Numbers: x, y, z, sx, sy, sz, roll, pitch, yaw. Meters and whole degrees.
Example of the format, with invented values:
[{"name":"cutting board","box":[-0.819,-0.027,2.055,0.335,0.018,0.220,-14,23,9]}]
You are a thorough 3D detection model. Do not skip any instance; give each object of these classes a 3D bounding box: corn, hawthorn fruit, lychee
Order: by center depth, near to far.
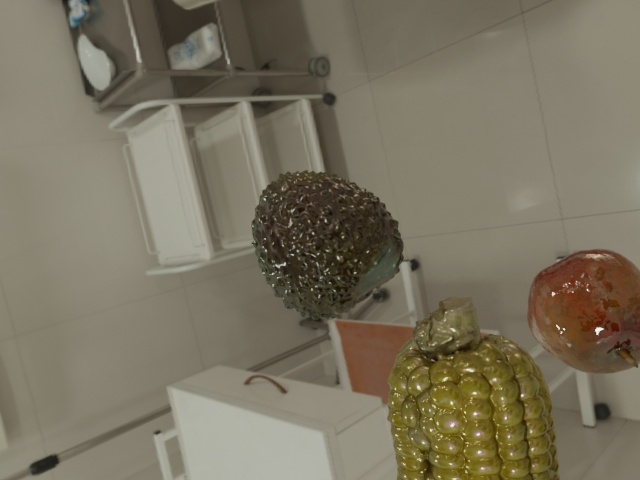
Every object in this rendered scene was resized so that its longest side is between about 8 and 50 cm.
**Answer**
[{"name":"corn","box":[0.127,0.217,0.407,0.130,0.130,0.346,-8,92,49]},{"name":"lychee","box":[0.000,0.000,0.570,0.171,0.171,0.171,18,115,44]},{"name":"hawthorn fruit","box":[0.608,0.177,1.148,0.298,0.277,0.277,-98,20,-57]}]
